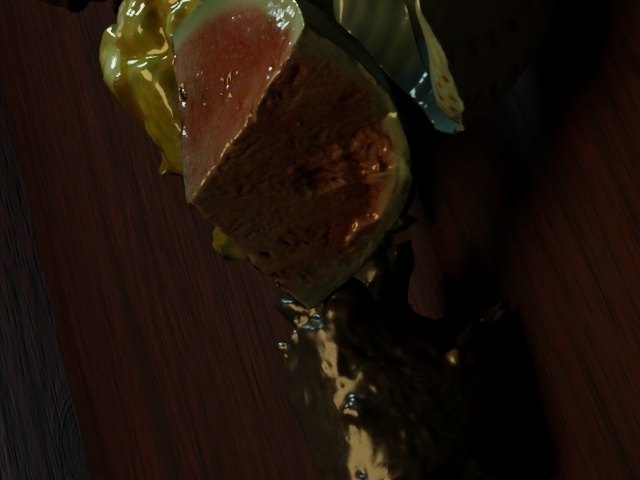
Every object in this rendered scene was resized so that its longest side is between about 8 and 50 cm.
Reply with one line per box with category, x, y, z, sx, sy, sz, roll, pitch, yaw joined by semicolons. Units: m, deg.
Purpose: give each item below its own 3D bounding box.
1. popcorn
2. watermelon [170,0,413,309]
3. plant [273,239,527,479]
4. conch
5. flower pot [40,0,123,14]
popcorn;-0.048;-0.160;1.708;0.335;0.274;0.279;50;170;25
watermelon;-0.026;-0.094;1.461;0.256;0.176;0.260;48;126;1
plant;0.073;0.124;1.621;0.199;0.188;0.276;109;148;-56
conch;0.081;-0.247;1.435;0.303;0.215;0.319;56;179;-5
flower pot;-0.340;-0.469;2.518;0.213;0.301;0.302;-34;63;55
